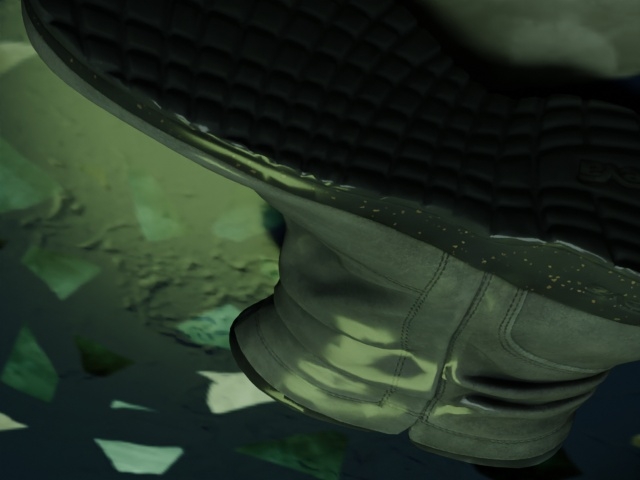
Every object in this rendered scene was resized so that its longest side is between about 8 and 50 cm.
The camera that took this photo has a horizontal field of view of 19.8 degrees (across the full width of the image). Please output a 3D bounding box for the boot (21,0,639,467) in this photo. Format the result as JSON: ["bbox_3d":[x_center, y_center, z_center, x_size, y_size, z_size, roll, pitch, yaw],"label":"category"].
[{"bbox_3d":[0.000,0.000,0.809,0.338,0.118,0.223,27,143,-10],"label":"boot"}]
